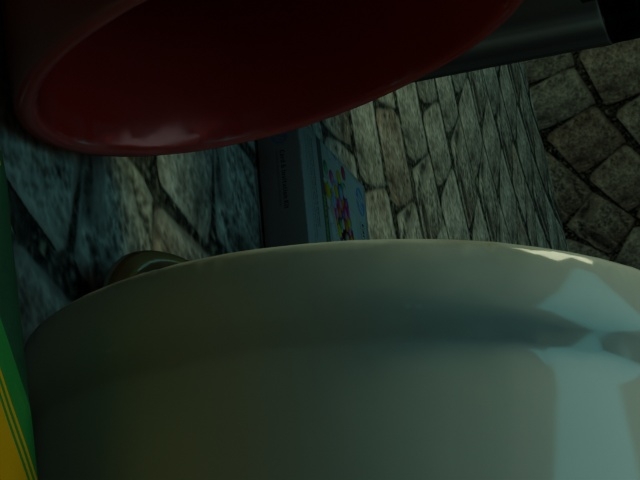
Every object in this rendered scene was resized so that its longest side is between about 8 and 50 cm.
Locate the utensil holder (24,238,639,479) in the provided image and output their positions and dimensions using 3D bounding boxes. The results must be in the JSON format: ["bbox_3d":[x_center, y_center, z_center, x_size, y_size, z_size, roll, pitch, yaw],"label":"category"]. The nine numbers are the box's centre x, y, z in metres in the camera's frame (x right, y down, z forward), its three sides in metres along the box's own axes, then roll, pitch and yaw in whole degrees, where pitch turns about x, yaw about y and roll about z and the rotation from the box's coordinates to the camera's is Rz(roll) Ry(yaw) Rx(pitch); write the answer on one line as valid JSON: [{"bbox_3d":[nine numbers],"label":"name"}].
[{"bbox_3d":[0.030,0.235,0.687,0.327,0.327,0.385,47,37,-64],"label":"utensil holder"}]

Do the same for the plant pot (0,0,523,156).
[{"bbox_3d":[-0.052,-0.205,0.828,0.275,0.275,0.243,28,43,-71],"label":"plant pot"}]

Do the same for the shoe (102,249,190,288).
[{"bbox_3d":[-0.076,0.074,0.930,0.076,0.058,0.219,-59,143,-19],"label":"shoe"}]

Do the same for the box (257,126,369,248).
[{"bbox_3d":[0.000,0.000,1.271,0.186,0.038,0.145,44,39,-67],"label":"box"}]

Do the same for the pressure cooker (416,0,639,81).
[{"bbox_3d":[0.124,-0.313,1.195,0.375,0.420,0.370,21,61,-72],"label":"pressure cooker"}]

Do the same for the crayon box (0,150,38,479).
[{"bbox_3d":[-0.186,0.034,0.481,0.278,0.081,0.165,22,59,-73],"label":"crayon box"}]
